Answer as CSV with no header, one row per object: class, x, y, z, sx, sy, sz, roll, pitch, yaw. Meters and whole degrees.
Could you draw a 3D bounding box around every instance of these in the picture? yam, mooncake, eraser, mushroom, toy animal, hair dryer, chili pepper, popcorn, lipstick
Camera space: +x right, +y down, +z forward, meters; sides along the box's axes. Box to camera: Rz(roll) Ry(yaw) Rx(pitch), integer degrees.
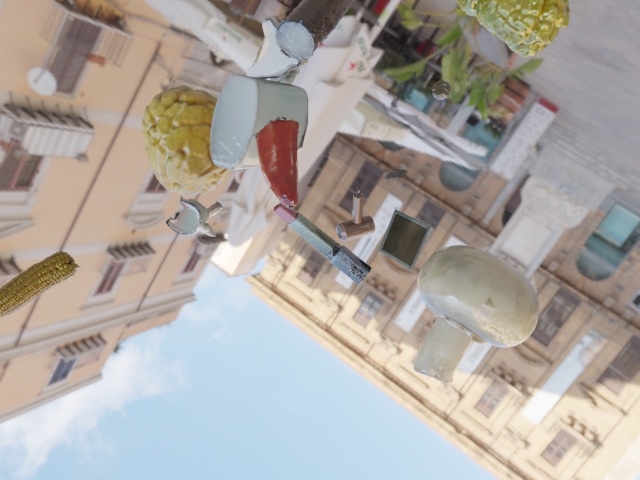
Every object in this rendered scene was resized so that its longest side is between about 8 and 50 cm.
yam,-0.005,-0.626,1.683,0.131,0.280,0.131,26,152,15
mooncake,0.289,-0.317,1.782,0.150,0.347,0.057,-4,150,39
eraser,-0.123,-0.253,1.324,0.104,0.189,0.290,24,-164,14
mushroom,0.348,0.188,1.460,0.314,0.336,0.314,24,-174,-3
toy animal,-0.112,-0.632,2.002,0.174,0.249,0.289,26,-130,-2
hair dryer,0.111,-0.087,1.906,0.117,0.182,0.064,-14,-143,-19
chili pepper,-0.062,-0.122,1.030,0.065,0.088,0.169,21,-134,-41
popcorn,-0.467,-0.360,2.228,0.344,0.390,0.354,-11,-135,-9
popcorn,0.511,-0.626,1.558,0.286,0.225,0.173,48,-163,19
lipstick,0.000,0.000,1.640,0.312,0.051,0.051,39,-159,0
toy animal,-0.242,-0.047,1.165,0.085,0.071,0.124,15,-176,-3

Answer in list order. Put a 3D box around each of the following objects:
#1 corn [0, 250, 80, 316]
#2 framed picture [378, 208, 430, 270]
corn,-0.931,0.142,1.952,0.102,0.102,0.313,37,-125,21
framed picture,0.253,-0.004,1.834,0.011,0.142,0.183,15,-170,-32
